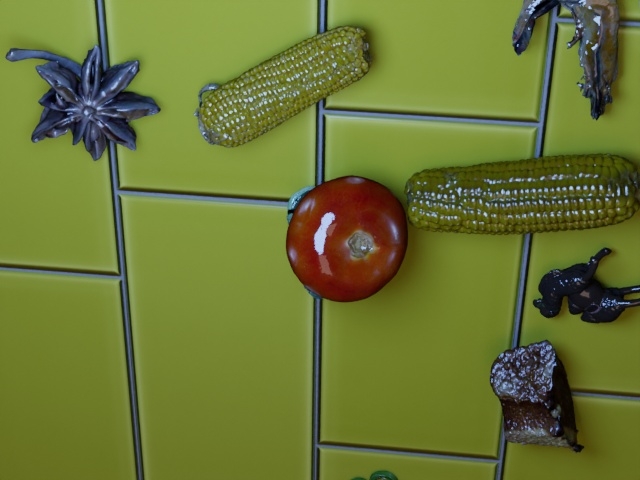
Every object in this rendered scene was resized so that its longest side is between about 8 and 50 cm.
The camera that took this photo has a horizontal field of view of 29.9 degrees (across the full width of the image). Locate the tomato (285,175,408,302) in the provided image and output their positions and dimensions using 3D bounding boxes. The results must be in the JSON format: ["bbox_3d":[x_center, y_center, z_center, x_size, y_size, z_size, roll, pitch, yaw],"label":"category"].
[{"bbox_3d":[0.040,-0.003,1.821,0.195,0.136,0.195,-3,103,-15],"label":"tomato"}]

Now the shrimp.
[{"bbox_3d":[0.353,-0.269,1.713,0.152,0.046,0.219,-7,116,11],"label":"shrimp"}]

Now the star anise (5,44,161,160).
[{"bbox_3d":[-0.360,-0.221,1.817,0.209,0.089,0.231,-23,122,7],"label":"star anise"}]

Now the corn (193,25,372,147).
[{"bbox_3d":[-0.051,-0.229,1.769,0.293,0.106,0.106,-25,114,18],"label":"corn"}]

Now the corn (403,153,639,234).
[{"bbox_3d":[0.305,-0.068,1.804,0.363,0.120,0.120,-2,121,14],"label":"corn"}]

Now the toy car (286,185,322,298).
[{"bbox_3d":[0.000,0.000,1.914,0.093,0.058,0.186,-16,107,-8],"label":"toy car"}]

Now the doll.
[{"bbox_3d":[0.423,0.085,1.915,0.139,0.057,0.165,38,127,-17],"label":"doll"}]

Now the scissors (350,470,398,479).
[{"bbox_3d":[0.129,0.514,2.229,0.101,0.027,0.204,-20,114,22],"label":"scissors"}]

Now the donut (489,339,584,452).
[{"bbox_3d":[0.361,0.267,2.005,0.126,0.144,0.186,-7,150,19],"label":"donut"}]
